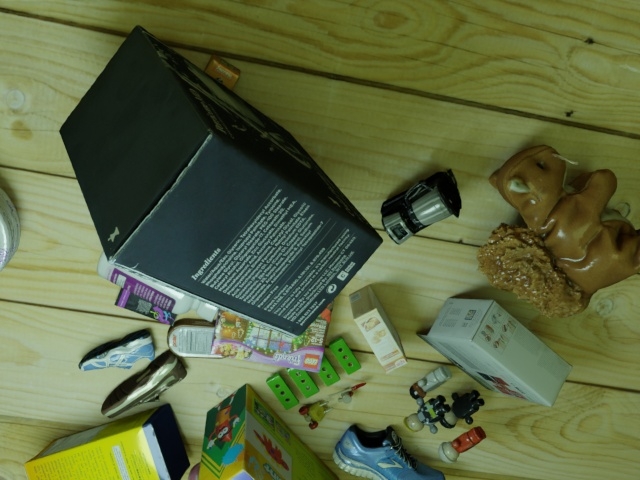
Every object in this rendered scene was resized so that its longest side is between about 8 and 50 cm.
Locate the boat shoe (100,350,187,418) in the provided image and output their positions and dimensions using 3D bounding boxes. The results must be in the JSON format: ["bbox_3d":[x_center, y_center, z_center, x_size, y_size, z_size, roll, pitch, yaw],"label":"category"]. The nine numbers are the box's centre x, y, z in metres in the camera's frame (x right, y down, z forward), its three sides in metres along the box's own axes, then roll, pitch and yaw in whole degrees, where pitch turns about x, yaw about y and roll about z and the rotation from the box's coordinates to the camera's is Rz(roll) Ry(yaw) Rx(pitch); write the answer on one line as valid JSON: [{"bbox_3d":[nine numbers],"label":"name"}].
[{"bbox_3d":[-0.473,0.412,1.859,0.257,0.095,0.095,-36,116,9],"label":"boat shoe"}]

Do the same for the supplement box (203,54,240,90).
[{"bbox_3d":[-0.275,-0.310,1.600,0.078,0.080,0.233,28,105,-16],"label":"supplement box"}]

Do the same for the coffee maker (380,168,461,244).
[{"bbox_3d":[0.252,-0.082,1.704,0.178,0.171,0.120,-28,89,28],"label":"coffee maker"}]

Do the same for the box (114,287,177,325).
[{"bbox_3d":[-0.440,0.144,1.791,0.162,0.029,0.116,23,109,-11],"label":"box"}]

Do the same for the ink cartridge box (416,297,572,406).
[{"bbox_3d":[0.455,0.291,1.840,0.309,0.272,0.130,39,73,-17],"label":"ink cartridge box"}]

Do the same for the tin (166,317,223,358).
[{"bbox_3d":[-0.317,0.265,1.844,0.190,0.040,0.106,3,107,-6],"label":"tin"}]

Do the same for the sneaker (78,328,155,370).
[{"bbox_3d":[-0.539,0.311,1.820,0.211,0.080,0.081,-19,108,4],"label":"sneaker"}]

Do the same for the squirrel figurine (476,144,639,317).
[{"bbox_3d":[0.556,-0.025,1.681,0.370,0.281,0.397,36,102,-10],"label":"squirrel figurine"}]

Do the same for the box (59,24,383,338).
[{"bbox_3d":[-0.208,-0.112,1.384,0.472,0.480,0.297,28,107,-44],"label":"box"}]

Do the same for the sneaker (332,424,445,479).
[{"bbox_3d":[0.208,0.626,1.966,0.330,0.130,0.147,21,103,-1],"label":"sneaker"}]

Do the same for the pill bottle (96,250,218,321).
[{"bbox_3d":[-0.371,0.077,1.676,0.301,0.169,0.169,28,107,-5],"label":"pill bottle"}]

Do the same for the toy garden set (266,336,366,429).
[{"bbox_3d":[0.004,0.399,1.917,0.244,0.049,0.204,-30,109,6],"label":"toy garden set"}]

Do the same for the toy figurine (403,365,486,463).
[{"bbox_3d":[0.337,0.476,1.889,0.209,0.213,0.148,38,120,-14],"label":"toy figurine"}]

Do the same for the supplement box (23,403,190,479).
[{"bbox_3d":[-0.564,0.604,1.846,0.356,0.194,0.195,-18,91,3],"label":"supplement box"}]

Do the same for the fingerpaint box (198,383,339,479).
[{"bbox_3d":[-0.122,0.669,1.838,0.163,0.371,0.445,-36,110,9],"label":"fingerpaint box"}]

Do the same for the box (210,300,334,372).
[{"bbox_3d":[-0.126,0.222,1.804,0.293,0.057,0.201,11,96,-8],"label":"box"}]

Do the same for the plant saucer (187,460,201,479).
[{"bbox_3d":[-0.227,0.737,1.878,0.084,0.332,0.332,-36,110,5],"label":"plant saucer"}]

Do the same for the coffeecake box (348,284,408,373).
[{"bbox_3d":[0.151,0.232,1.810,0.068,0.142,0.185,-28,111,7],"label":"coffeecake box"}]

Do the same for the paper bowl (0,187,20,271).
[{"bbox_3d":[-0.860,-0.033,1.624,0.284,0.148,0.284,-1,112,-4],"label":"paper bowl"}]
